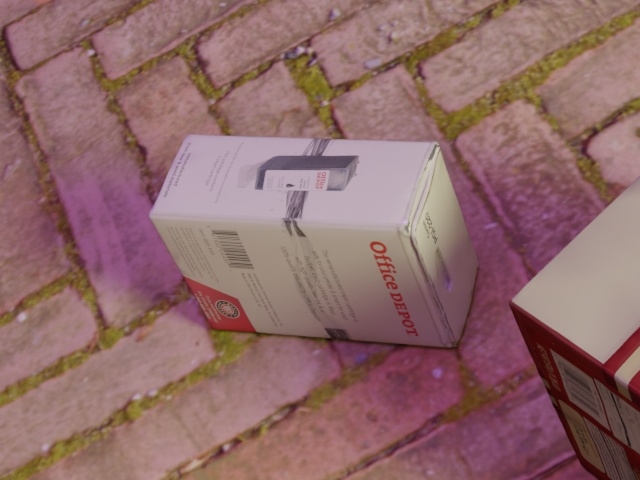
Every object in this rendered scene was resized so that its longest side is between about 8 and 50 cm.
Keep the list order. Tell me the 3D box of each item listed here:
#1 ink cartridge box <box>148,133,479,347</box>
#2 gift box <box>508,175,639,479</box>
[{"bbox_3d":[0.000,0.000,1.312,0.218,0.158,0.092,5,54,24],"label":"ink cartridge box"},{"bbox_3d":[0.293,0.050,1.095,0.258,0.255,0.276,-42,53,-12],"label":"gift box"}]
